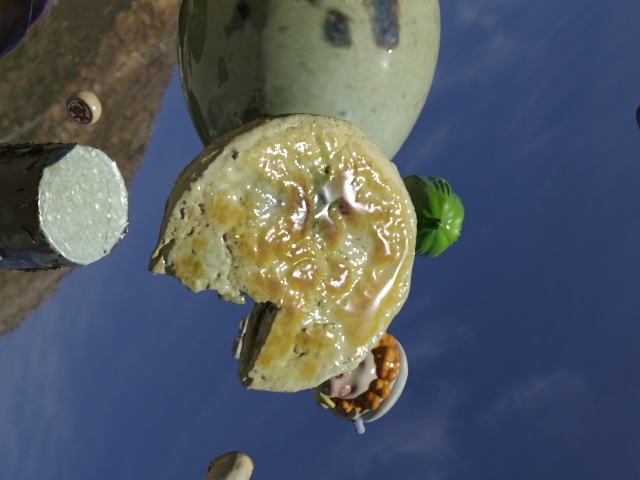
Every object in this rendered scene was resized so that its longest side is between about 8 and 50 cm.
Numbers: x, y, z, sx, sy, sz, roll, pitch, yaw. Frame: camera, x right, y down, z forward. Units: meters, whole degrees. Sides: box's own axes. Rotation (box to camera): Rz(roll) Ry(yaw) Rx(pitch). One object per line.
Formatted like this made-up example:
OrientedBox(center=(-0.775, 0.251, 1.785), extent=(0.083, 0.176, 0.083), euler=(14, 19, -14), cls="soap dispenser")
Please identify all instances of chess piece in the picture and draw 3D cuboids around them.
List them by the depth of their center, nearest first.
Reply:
OrientedBox(center=(-0.533, -0.300, 2.240), extent=(0.084, 0.083, 0.038), euler=(-15, -151, 39), cls="chess piece")

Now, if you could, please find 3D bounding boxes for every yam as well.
OrientedBox(center=(-0.492, -0.061, 1.588), extent=(0.348, 0.241, 0.241), euler=(4, -127, 31), cls="yam")

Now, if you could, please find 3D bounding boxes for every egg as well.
OrientedBox(center=(-0.016, -0.249, 1.303), extent=(0.345, 0.345, 0.427), euler=(-2, -94, 48), cls="egg")

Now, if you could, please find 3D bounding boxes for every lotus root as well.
OrientedBox(center=(0.221, -0.043, 2.017), extent=(0.186, 0.186, 0.186), euler=(-30, -146, 23), cls="lotus root")

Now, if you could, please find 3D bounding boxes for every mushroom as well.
OrientedBox(center=(-0.205, 0.500, 1.860), extent=(0.123, 0.095, 0.351), euler=(-49, -176, 14), cls="mushroom")

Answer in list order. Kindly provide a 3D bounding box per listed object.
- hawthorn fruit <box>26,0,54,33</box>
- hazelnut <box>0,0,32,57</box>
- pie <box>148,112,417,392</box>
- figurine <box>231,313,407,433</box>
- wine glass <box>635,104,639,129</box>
OrientedBox(center=(-0.622, -0.487, 1.761), extent=(0.268, 0.300, 0.268), euler=(-24, -164, 7), cls="hawthorn fruit")
OrientedBox(center=(-0.469, -0.329, 1.307), extent=(0.214, 0.176, 0.214), euler=(-29, -129, 43), cls="hazelnut")
OrientedBox(center=(-0.022, 0.004, 1.116), extent=(0.337, 0.337, 0.075), euler=(-51, -149, -11), cls="pie")
OrientedBox(center=(0.001, 0.238, 2.165), extent=(0.224, 0.382, 0.205), euler=(-58, -164, -2), cls="figurine")
OrientedBox(center=(0.542, -0.212, 1.392), extent=(0.202, 0.093, 0.093), euler=(-36, -152, -17), cls="wine glass")
